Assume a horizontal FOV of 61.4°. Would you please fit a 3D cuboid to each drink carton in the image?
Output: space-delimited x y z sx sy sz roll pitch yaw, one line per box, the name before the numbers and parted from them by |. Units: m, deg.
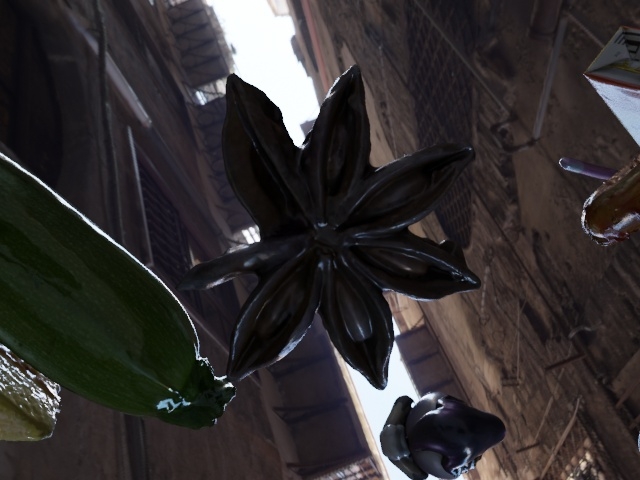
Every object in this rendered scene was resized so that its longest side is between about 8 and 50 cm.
drink carton | 0.651 -0.232 0.992 0.111 0.351 0.154 -52 -147 10

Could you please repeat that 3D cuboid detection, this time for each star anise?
star anise | 0.017 -0.001 0.353 0.197 0.073 0.212 15 -84 -8

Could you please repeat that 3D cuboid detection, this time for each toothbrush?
toothbrush | 0.462 -0.087 0.789 0.286 0.025 0.020 8 -135 -20

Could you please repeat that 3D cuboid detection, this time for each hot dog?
hot dog | 0.234 -0.049 0.348 0.144 0.062 0.038 -42 -117 14

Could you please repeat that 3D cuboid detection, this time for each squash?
squash | -0.227 0.003 0.381 0.395 0.107 0.107 36 -112 -2

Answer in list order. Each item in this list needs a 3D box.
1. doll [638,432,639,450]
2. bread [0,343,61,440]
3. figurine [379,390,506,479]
doll | 0.450 0.048 0.545 0.187 0.376 0.365 23 -121 -16
bread | -0.366 0.068 0.499 0.167 0.264 0.163 30 -75 63
figurine | 0.182 0.306 0.858 0.145 0.222 0.145 15 -121 -28
